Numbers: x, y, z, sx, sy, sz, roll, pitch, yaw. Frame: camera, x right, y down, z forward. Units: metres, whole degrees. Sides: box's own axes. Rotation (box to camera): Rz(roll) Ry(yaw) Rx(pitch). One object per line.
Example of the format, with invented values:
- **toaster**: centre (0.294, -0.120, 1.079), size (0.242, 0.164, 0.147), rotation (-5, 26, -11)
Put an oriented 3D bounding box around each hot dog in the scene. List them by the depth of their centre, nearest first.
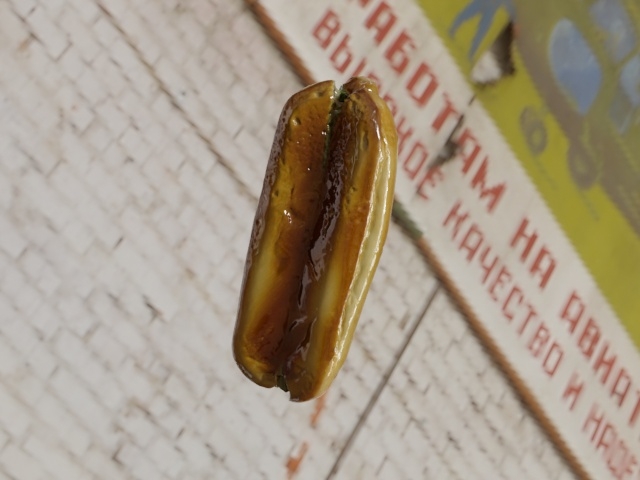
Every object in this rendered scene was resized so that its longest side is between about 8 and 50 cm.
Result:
- **hot dog**: centre (0.000, 0.000, 1.120), size (0.100, 0.068, 0.249), rotation (20, -73, 20)
